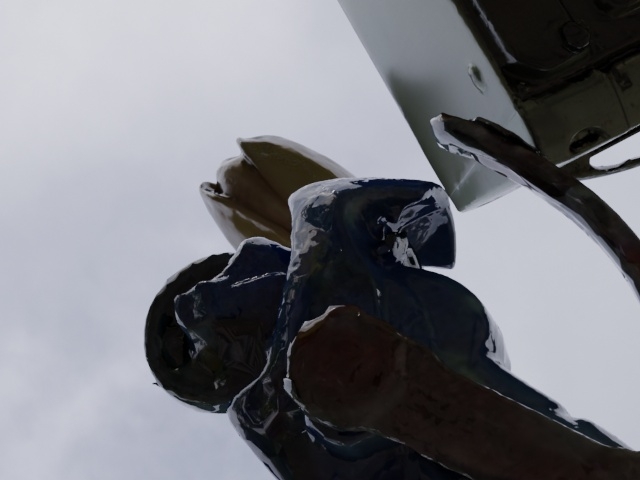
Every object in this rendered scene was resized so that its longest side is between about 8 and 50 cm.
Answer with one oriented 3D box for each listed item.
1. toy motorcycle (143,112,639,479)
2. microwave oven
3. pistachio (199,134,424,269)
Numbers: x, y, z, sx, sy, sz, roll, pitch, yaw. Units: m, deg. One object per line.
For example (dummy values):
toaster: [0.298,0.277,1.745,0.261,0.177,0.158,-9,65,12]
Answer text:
toy motorcycle: [0.068,0.074,0.545,0.241,0.182,0.319,-29,-126,-27]
microwave oven: [0.241,-0.244,0.812,0.394,0.247,0.333,-27,-99,-11]
pistachio: [0.000,0.000,1.130,0.293,0.181,0.162,45,-85,2]
